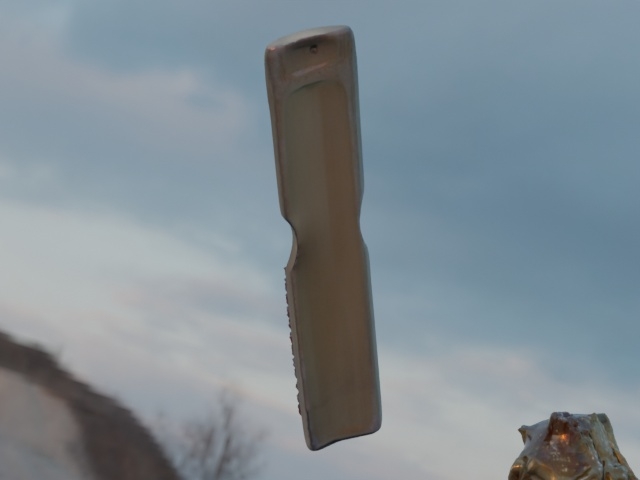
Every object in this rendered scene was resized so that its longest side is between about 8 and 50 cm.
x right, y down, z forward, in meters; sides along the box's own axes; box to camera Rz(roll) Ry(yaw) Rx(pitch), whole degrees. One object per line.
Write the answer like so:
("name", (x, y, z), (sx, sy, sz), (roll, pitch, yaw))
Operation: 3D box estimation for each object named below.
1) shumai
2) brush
("shumai", (0.166, 0.171, 1.305), (0.146, 0.116, 0.145), (-18, -23, -8))
("brush", (0.000, 0.000, 1.285), (0.060, 0.321, 0.050), (-15, 36, -14))
